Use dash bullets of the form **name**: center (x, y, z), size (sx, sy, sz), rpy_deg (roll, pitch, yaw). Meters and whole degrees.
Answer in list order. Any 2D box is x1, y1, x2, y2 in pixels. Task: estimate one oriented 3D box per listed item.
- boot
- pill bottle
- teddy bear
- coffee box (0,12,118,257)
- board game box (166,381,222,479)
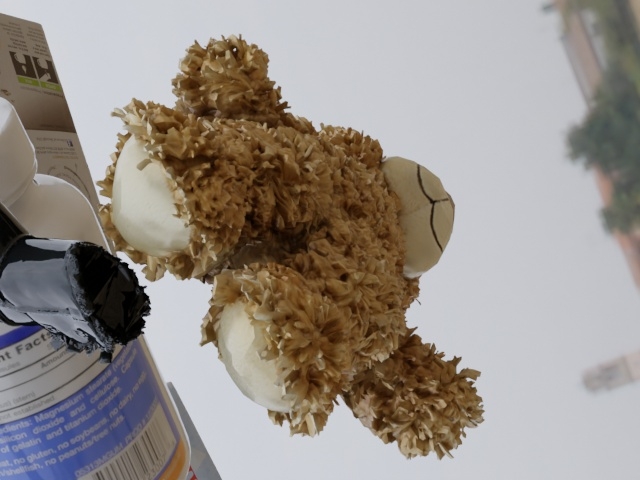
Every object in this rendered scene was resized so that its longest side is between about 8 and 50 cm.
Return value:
- **boot**: center (-0.143, 0.007, 0.750), size (0.045, 0.099, 0.121), rpy_deg (-53, -50, -28)
- **pill bottle**: center (-0.190, 0.055, 0.950), size (0.152, 0.152, 0.272), rpy_deg (-90, -16, -59)
- **teddy bear**: center (0.000, 0.000, 0.819), size (0.245, 0.113, 0.338), rpy_deg (54, -167, 24)
- **coffee box**: center (-0.335, -0.063, 1.573), size (0.119, 0.168, 0.297), rpy_deg (6, -121, -58)
- **board game box**: center (-0.134, 0.302, 1.337), size (0.318, 0.066, 0.318), rpy_deg (62, 150, 3)
